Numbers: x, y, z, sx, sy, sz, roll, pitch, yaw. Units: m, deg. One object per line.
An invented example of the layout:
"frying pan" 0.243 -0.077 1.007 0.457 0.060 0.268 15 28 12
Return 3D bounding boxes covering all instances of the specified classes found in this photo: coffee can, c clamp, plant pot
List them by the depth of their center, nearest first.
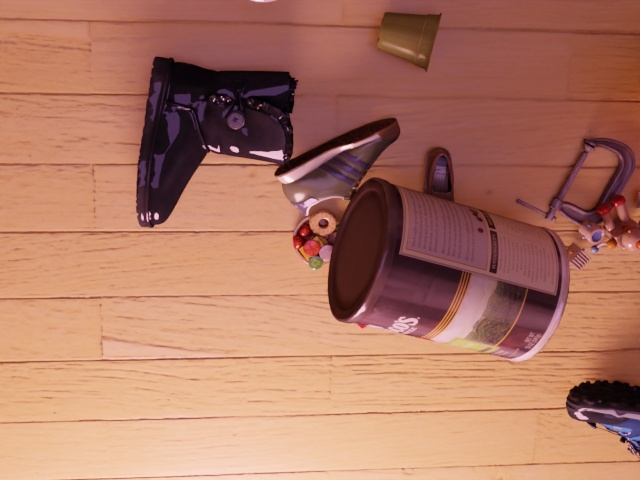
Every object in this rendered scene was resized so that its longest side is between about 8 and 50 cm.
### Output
"coffee can" 0.174 0.044 1.152 0.275 0.201 0.202 14 102 -17
"plant pot" 0.121 -0.285 1.153 0.079 0.083 0.083 13 102 3
"c clamp" 0.399 -0.090 1.252 0.137 0.022 0.161 30 99 -12

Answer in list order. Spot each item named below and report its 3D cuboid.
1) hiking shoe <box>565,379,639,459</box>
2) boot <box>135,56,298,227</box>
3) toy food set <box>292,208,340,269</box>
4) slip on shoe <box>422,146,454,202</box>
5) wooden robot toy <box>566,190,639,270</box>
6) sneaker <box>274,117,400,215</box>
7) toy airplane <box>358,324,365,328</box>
"hiking shoe" 0.530 0.312 1.317 0.304 0.113 0.132 12 101 -9
"boot" -0.143 -0.125 1.150 0.207 0.094 0.247 9 97 -4
"toy food set" 0.000 0.000 1.234 0.083 0.020 0.082 -37 105 3
"slip on shoe" 0.178 -0.070 1.224 0.051 0.041 0.135 0 104 -6
"wooden robot toy" 0.452 -0.012 1.239 0.173 0.079 0.076 -33 123 2
"sneaker" 0.036 -0.102 1.195 0.192 0.064 0.086 -25 112 1
"toy airplane" 0.107 0.069 1.258 0.151 0.028 0.151 -2 103 -7
